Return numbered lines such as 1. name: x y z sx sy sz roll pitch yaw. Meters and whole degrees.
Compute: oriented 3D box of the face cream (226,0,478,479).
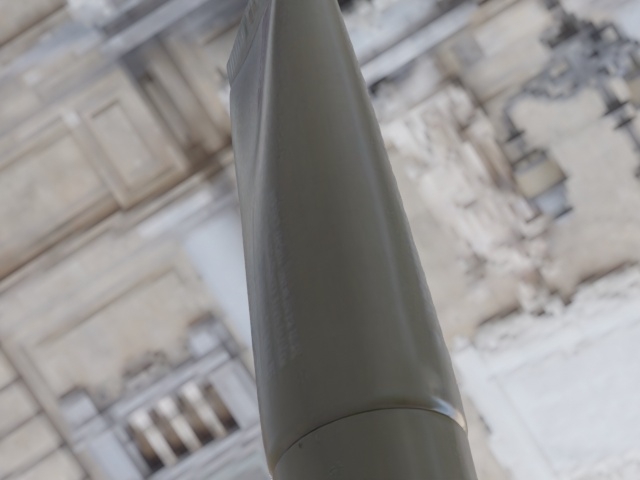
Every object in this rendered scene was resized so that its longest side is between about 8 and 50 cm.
1. face cream: 0.000 0.000 0.818 0.084 0.341 0.137 1 142 -18
